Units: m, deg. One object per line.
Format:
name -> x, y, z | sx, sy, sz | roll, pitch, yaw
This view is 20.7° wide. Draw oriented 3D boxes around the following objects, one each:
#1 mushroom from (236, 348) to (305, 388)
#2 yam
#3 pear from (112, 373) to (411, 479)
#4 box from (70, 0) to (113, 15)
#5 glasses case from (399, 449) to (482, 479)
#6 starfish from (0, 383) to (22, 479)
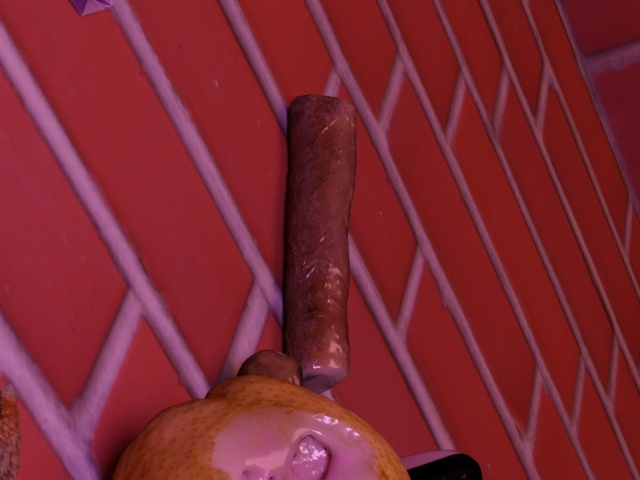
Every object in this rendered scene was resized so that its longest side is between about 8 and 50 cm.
mushroom -> -0.008, 0.225, 1.747 | 0.312, 0.081, 0.100 | 59, 41, -45
yam -> 0.000, 0.000, 1.888 | 0.081, 0.081, 0.357 | 45, 39, -52
pear -> -0.046, 0.242, 1.433 | 0.271, 0.271, 0.271 | 44, 39, -52
box -> -0.222, -0.258, 1.555 | 0.117, 0.036, 0.051 | 54, 33, -44
glasses case -> 0.045, 0.281, 1.704 | 0.314, 0.075, 0.122 | -11, 120, -44
starfish -> -0.251, 0.189, 1.096 | 0.347, 0.078, 0.358 | 6, 74, -67
